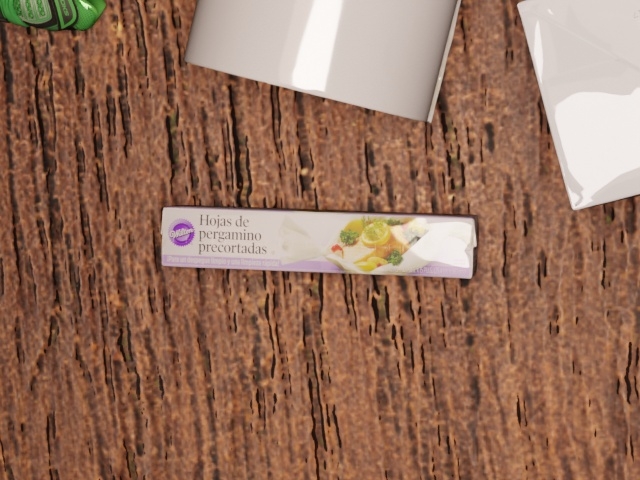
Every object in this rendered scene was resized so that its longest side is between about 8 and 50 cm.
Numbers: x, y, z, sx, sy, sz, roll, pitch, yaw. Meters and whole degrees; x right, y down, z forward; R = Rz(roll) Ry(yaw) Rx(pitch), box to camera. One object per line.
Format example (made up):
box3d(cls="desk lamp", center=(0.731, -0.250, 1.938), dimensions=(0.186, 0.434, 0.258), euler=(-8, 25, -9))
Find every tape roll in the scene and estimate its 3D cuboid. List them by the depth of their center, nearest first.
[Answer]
box3d(cls="tape roll", center=(0.005, -0.222, 1.352), dimensions=(0.246, 0.246, 0.169), euler=(14, 96, 9))

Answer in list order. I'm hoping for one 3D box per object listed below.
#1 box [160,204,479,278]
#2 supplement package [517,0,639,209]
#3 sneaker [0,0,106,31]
box3d(cls="box", center=(0.000, 0.000, 1.455), dimensions=(0.324, 0.067, 0.063), euler=(2, 93, 11))
box3d(cls="supplement package", center=(0.341, -0.157, 1.346), dimensions=(0.262, 0.145, 0.204), euler=(-15, 90, 11))
box3d(cls="sneaker", center=(-0.244, -0.381, 1.459), dimensions=(0.146, 0.134, 0.344), euler=(16, 105, 2))
